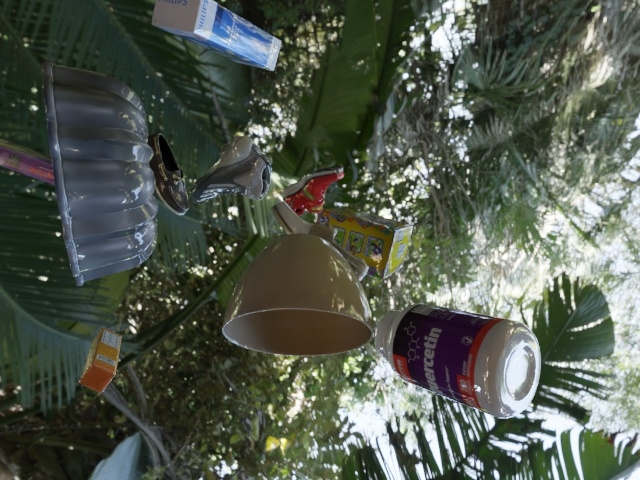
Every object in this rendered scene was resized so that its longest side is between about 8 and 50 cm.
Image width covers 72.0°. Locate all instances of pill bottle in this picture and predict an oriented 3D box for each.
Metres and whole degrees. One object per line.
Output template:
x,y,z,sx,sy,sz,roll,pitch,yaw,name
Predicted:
0.267,0.233,0.924,0.181,0.181,0.323,-41,-157,-28,pill bottle

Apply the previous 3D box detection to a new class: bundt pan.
-0.330,-0.103,0.683,0.124,0.330,0.331,-8,-147,-26,bundt pan

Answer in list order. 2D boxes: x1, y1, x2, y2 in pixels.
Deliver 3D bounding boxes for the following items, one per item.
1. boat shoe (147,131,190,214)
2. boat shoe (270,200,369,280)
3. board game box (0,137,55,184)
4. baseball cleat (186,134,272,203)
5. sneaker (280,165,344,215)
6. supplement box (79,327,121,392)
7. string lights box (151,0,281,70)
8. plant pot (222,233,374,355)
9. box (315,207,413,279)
-0.414,-0.181,1.201,0.069,0.227,0.081,-23,-173,23,boat shoe
0.000,0.000,1.163,0.103,0.302,0.113,-43,-175,7,boat shoe
-0.720,-0.197,1.085,0.347,0.056,0.208,21,179,-11,board game box
-0.159,-0.097,0.780,0.206,0.109,0.072,-33,-164,48,baseball cleat
-0.012,-0.149,1.382,0.107,0.118,0.279,-22,179,-40,sneaker
-0.683,0.368,1.380,0.078,0.080,0.233,-54,-156,2,supplement box
-0.221,-0.463,0.982,0.133,0.076,0.260,24,-165,28,string lights box
-0.041,0.100,0.879,0.284,0.284,0.190,-7,-121,12,plant pot
0.154,-0.001,1.599,0.279,0.176,0.290,17,-169,20,box
